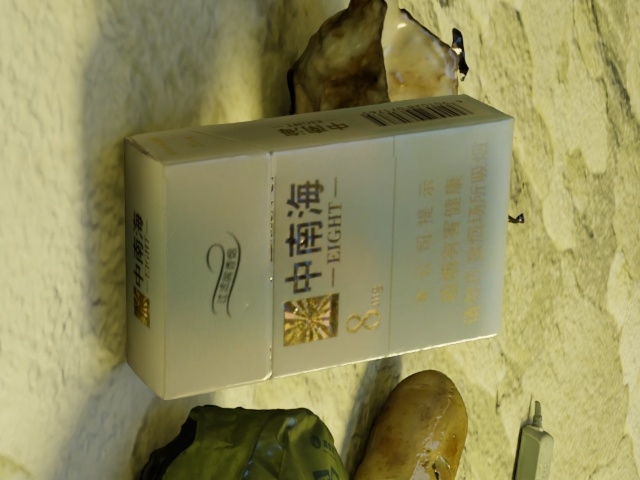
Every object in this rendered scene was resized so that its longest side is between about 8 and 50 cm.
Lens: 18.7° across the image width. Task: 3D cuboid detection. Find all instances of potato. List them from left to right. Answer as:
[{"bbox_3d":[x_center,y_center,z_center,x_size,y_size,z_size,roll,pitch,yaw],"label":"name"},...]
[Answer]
[{"bbox_3d":[0.073,0.192,1.624,0.107,0.080,0.170,86,21,-59],"label":"potato"}]

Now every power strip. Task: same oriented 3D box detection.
[{"bbox_3d":[0.222,0.299,2.102,0.060,0.027,0.253,4,95,-68],"label":"power strip"}]

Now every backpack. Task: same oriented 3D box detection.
[{"bbox_3d":[-0.056,0.229,1.249,0.207,0.140,0.253,61,37,-57],"label":"backpack"}]

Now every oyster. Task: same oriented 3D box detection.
[{"bbox_3d":[0.060,-0.048,1.417,0.337,0.133,0.198,62,39,-54],"label":"oyster"}]

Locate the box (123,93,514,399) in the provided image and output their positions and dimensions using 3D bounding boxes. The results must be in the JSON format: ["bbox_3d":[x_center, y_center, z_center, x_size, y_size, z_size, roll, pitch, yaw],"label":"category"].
[{"bbox_3d":[0.000,0.000,1.202,0.243,0.067,0.155,-10,112,-26],"label":"box"}]
